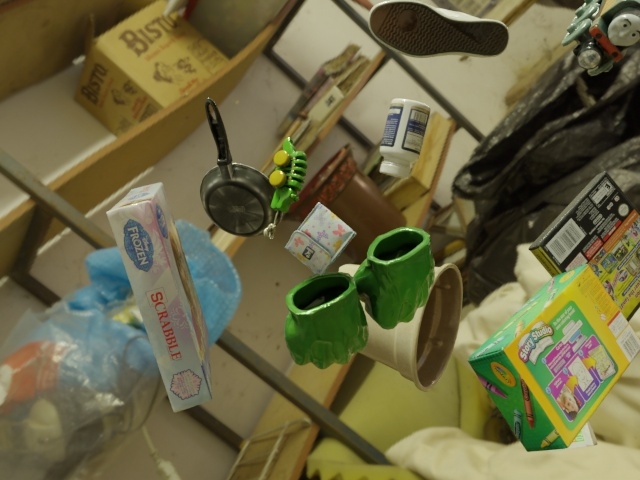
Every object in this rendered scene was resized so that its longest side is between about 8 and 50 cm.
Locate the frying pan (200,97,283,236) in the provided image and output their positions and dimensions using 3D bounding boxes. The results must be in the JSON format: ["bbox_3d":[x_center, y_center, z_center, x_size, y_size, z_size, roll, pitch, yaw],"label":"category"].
[{"bbox_3d":[-0.170,-0.129,1.243,0.053,0.197,0.326,-70,-5,-49],"label":"frying pan"}]

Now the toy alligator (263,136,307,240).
[{"bbox_3d":[-0.053,-0.089,0.974,0.051,0.056,0.190,1,71,28],"label":"toy alligator"}]

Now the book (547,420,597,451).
[{"bbox_3d":[0.737,0.572,1.716,0.144,0.035,0.097,-28,64,39],"label":"book"}]

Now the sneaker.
[{"bbox_3d":[0.235,-0.433,1.201,0.123,0.289,0.106,-99,20,-68],"label":"sneaker"}]

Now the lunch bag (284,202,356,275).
[{"bbox_3d":[0.000,0.000,0.821,0.083,0.071,0.053,-50,-7,4],"label":"lunch bag"}]

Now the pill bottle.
[{"bbox_3d":[0.190,-0.233,1.325,0.094,0.094,0.170,-141,65,-80],"label":"pill bottle"}]

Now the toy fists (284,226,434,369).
[{"bbox_3d":[0.064,0.092,0.883,0.279,0.142,0.096,-29,38,-25],"label":"toy fists"}]

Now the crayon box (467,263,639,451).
[{"bbox_3d":[0.376,0.176,0.904,0.278,0.165,0.081,-30,-5,-34],"label":"crayon box"}]

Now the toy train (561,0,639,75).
[{"bbox_3d":[0.687,-0.519,1.320,0.334,0.142,0.190,-52,9,-36],"label":"toy train"}]

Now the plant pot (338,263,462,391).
[{"bbox_3d":[0.182,0.200,1.551,0.305,0.334,0.334,10,50,31],"label":"plant pot"}]

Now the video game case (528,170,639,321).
[{"bbox_3d":[0.600,0.027,1.209,0.274,0.248,0.035,-40,1,-23],"label":"video game case"}]

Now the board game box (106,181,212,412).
[{"bbox_3d":[-0.261,0.073,0.976,0.065,0.318,0.318,-16,14,-9],"label":"board game box"}]
